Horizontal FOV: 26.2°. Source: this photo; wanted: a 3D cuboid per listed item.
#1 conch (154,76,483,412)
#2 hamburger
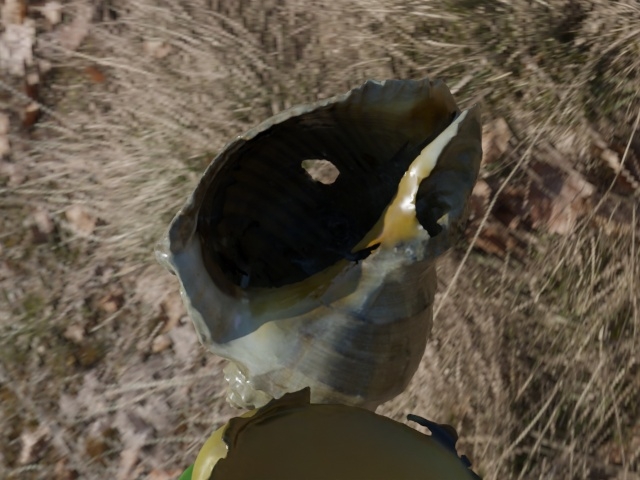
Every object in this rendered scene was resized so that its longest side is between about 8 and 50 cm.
[{"bbox_3d":[-0.006,-0.001,1.143,0.263,0.186,0.324,28,92,-33],"label":"conch"},{"bbox_3d":[-0.006,0.215,0.782,0.237,0.237,0.149,44,138,4],"label":"hamburger"}]
